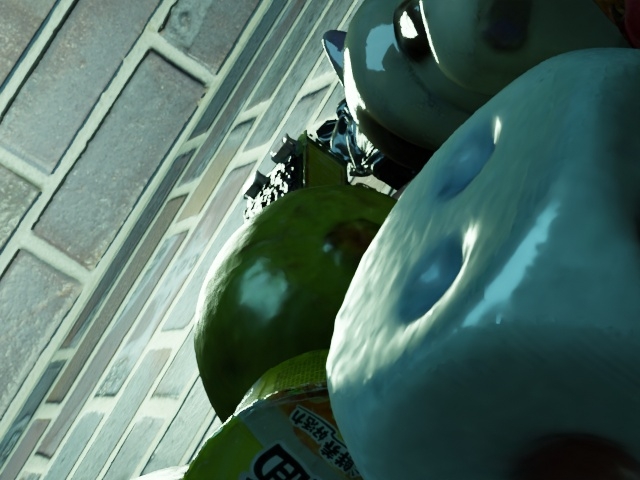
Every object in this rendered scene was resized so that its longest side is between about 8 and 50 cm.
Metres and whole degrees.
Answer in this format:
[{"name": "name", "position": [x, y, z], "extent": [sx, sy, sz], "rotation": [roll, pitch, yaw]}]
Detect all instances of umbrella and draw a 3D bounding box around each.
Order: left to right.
[{"name": "umbrella", "position": [0.086, -0.120, 2.068], "extent": [0.272, 0.122, 0.110], "rotation": [-162, 62, -70]}]

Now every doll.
[{"name": "doll", "position": [0.147, -0.165, 1.408], "extent": [0.370, 0.215, 0.226], "rotation": [133, 140, -60]}]

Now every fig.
[{"name": "fig", "position": [0.001, 0.102, 1.604], "extent": [0.326, 0.258, 0.258], "rotation": [119, 173, -47]}]

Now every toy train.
[{"name": "toy train", "position": [0.000, 0.000, 1.932], "extent": [0.134, 0.177, 0.261], "rotation": [-49, 17, 21]}]

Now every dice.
[{"name": "dice", "position": [0.183, 0.057, 1.083], "extent": [0.265, 0.268, 0.262], "rotation": [-43, 20, 42]}]

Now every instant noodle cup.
[{"name": "instant noodle cup", "position": [0.017, 0.209, 1.348], "extent": [0.264, 0.264, 0.200], "rotation": [-54, 7, 8]}]

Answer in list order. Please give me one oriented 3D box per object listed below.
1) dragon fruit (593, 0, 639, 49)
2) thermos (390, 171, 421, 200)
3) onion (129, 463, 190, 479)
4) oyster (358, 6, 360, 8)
[{"name": "dragon fruit", "position": [0.353, -0.290, 1.174], "extent": [0.386, 0.370, 0.249], "rotation": [-18, 13, -15]}, {"name": "thermos", "position": [0.175, -0.050, 1.673], "extent": [0.330, 0.136, 0.109], "rotation": [-39, 50, 48]}, {"name": "onion", "position": [-0.207, 0.343, 1.611], "extent": [0.347, 0.285, 0.347], "rotation": [-52, -9, -12]}, {"name": "oyster", "position": [0.160, -0.436, 2.483], "extent": [0.341, 0.110, 0.166], "rotation": [-58, 10, 2]}]
